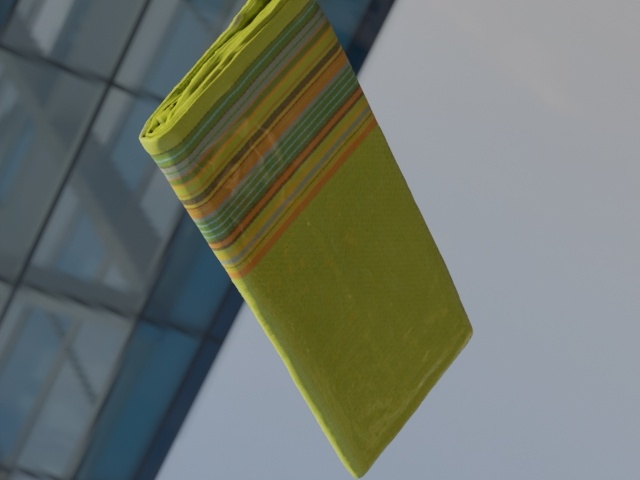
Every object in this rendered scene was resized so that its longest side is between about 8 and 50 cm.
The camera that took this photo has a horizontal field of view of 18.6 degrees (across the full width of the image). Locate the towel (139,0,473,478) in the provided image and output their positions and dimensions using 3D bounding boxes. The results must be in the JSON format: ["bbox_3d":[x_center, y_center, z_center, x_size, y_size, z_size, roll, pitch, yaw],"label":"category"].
[{"bbox_3d":[0.000,0.000,0.878,0.021,0.102,0.237,21,150,41],"label":"towel"}]
